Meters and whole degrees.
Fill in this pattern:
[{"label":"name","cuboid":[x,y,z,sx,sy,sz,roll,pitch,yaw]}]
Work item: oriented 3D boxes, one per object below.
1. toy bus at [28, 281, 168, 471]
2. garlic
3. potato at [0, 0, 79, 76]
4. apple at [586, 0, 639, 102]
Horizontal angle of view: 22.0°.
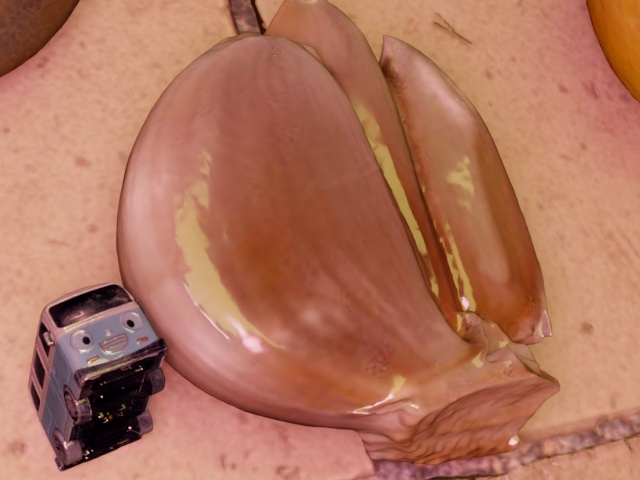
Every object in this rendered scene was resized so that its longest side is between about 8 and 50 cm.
[{"label":"toy bus","cuboid":[-0.134,0.075,0.961,0.060,0.123,0.075,-21,66,-25]},{"label":"garlic","cuboid":[0.001,-0.001,1.029,0.279,0.132,0.325,-13,65,-40]},{"label":"potato","cuboid":[-0.241,-0.197,1.066,0.178,0.160,0.235,24,70,26]},{"label":"apple","cuboid":[0.325,-0.204,1.171,0.286,0.286,0.233,-16,61,-24]}]
